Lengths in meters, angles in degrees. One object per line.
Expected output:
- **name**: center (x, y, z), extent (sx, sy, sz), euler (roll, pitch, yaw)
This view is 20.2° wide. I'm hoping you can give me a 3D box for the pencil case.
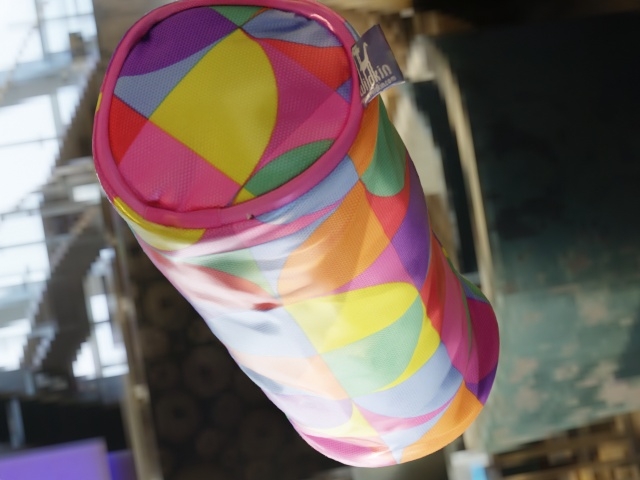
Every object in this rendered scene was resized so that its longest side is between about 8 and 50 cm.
- **pencil case**: center (0.000, 0.000, 0.649), extent (0.236, 0.104, 0.104), euler (63, -169, -58)
